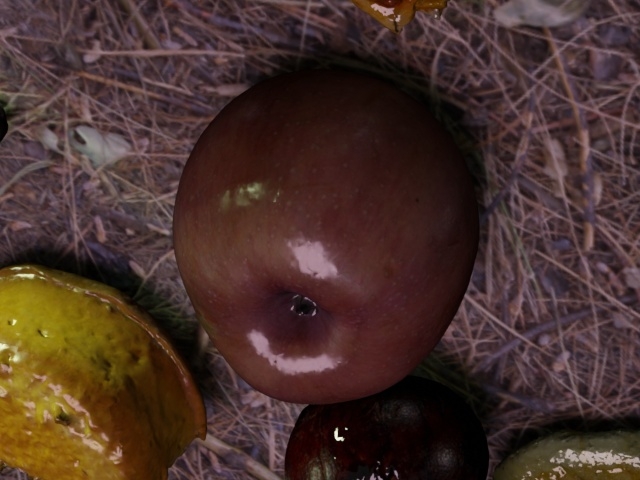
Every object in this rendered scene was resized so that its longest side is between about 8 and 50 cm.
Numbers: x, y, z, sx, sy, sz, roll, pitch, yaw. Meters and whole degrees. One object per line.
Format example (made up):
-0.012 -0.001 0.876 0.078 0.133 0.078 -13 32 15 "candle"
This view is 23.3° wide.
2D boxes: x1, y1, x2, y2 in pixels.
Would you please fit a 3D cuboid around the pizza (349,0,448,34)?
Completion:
0.058 -0.294 1.249 0.229 0.081 0.289 -9 122 29 "pizza"

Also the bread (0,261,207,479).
-0.293 0.140 1.690 0.340 0.194 0.179 22 135 12 "bread"

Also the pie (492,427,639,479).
0.315 0.298 1.642 0.277 0.078 0.277 16 131 19 "pie"

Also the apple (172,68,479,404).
0.000 0.000 1.415 0.306 0.235 0.305 11 130 14 "apple"

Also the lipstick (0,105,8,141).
-0.467 -0.031 1.707 0.077 0.077 0.418 41 133 -12 "lipstick"

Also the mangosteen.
0.066 0.247 1.606 0.216 0.216 0.216 12 132 14 "mangosteen"
